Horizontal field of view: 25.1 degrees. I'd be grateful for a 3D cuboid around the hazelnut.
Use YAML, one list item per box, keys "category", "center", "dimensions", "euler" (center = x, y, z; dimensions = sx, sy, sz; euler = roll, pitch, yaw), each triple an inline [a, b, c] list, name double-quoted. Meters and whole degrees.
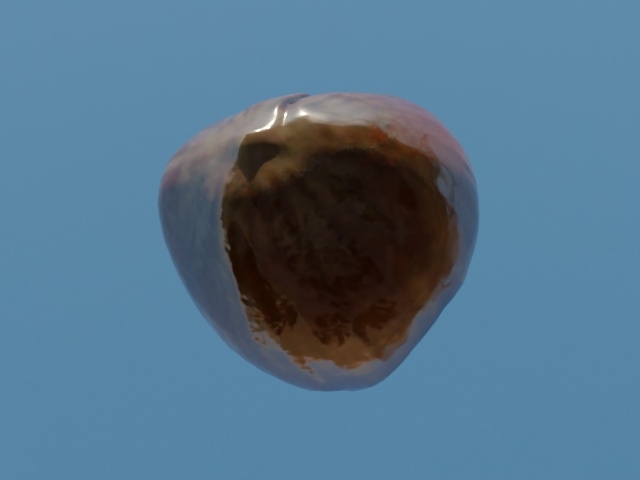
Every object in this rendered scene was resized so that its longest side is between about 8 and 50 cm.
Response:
- category: "hazelnut"
  center: [0.000, 0.000, 0.808]
  dimensions: [0.182, 0.182, 0.182]
  euler: [-1, -78, -5]
